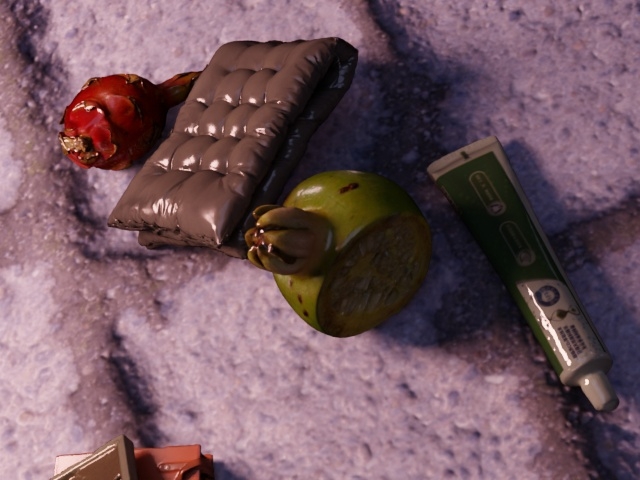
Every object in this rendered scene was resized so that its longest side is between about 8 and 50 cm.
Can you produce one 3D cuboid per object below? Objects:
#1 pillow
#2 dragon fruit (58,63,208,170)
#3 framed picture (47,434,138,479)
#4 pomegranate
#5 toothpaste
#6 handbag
[{"bbox_3d":[-0.110,-0.125,1.607,0.228,0.101,0.326,8,63,45],"label":"pillow"},{"bbox_3d":[-0.239,-0.175,1.701,0.246,0.125,0.125,-30,47,-19],"label":"dragon fruit"},{"bbox_3d":[-0.336,0.382,1.400,0.335,0.022,0.247,-32,37,7],"label":"framed picture"},{"bbox_3d":[0.002,0.010,1.497,0.240,0.190,0.159,-23,47,-32],"label":"pomegranate"},{"bbox_3d":[0.248,0.037,1.510,0.098,0.061,0.392,-26,58,0],"label":"toothpaste"},{"bbox_3d":[-0.219,0.310,1.485,0.190,0.063,0.127,-8,62,14],"label":"handbag"}]
